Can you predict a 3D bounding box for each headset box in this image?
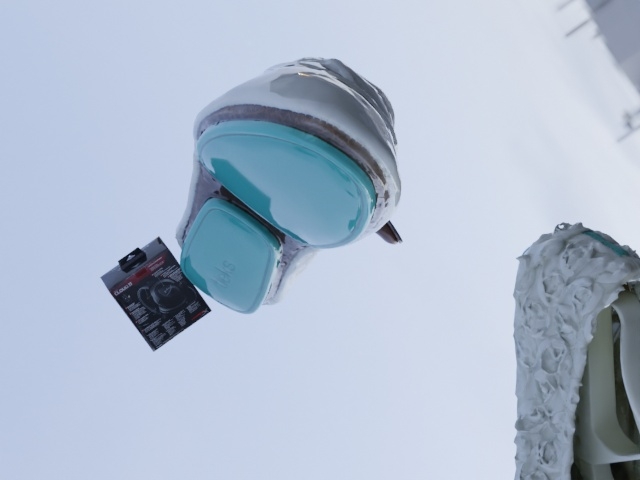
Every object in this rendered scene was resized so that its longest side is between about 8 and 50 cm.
[{"bbox_3d":[-0.141,0.042,1.168,0.083,0.062,0.032,58,173,-31],"label":"headset box"}]

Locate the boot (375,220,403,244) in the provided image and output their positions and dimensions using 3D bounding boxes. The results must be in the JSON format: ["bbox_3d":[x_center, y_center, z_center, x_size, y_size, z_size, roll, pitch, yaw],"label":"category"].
[{"bbox_3d":[0.000,0.000,1.216,0.106,0.114,0.037,44,178,-3],"label":"boot"}]

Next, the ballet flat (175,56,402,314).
[{"bbox_3d":[-0.018,-0.055,0.966,0.139,0.139,0.400,57,161,6],"label":"ballet flat"}]

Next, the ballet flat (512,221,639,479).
[{"bbox_3d":[0.236,0.190,1.174,0.147,0.147,0.409,-39,-55,-68],"label":"ballet flat"}]
